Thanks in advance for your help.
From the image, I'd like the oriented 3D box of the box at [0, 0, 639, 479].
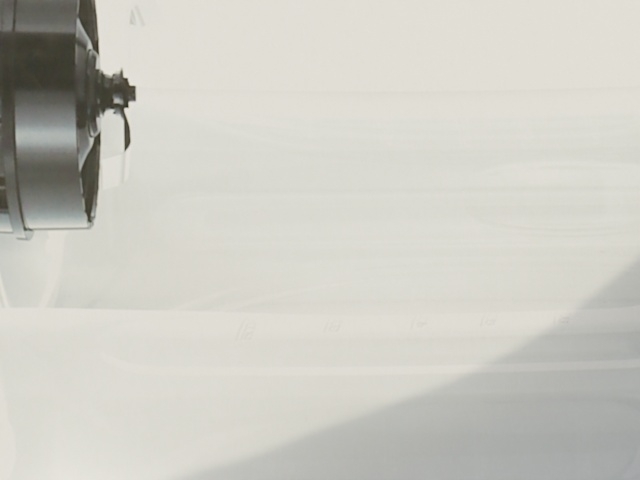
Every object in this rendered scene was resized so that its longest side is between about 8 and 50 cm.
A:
[{"bbox_3d":[0.014,-0.010,0.429,0.290,0.169,0.087,1,170,-11],"label":"box"}]
